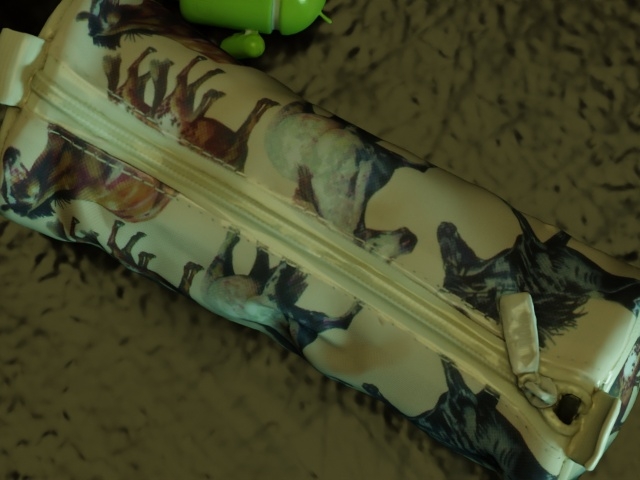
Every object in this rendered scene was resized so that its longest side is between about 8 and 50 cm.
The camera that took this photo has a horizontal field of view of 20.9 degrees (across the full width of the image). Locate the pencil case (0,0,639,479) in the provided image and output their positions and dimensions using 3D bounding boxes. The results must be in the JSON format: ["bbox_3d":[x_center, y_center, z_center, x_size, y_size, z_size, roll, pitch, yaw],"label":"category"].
[{"bbox_3d":[0.000,0.000,1.012,0.410,0.183,0.160,29,83,5],"label":"pencil case"}]

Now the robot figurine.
[{"bbox_3d":[-0.047,-0.166,1.093,0.115,0.067,0.101,8,87,2],"label":"robot figurine"}]
